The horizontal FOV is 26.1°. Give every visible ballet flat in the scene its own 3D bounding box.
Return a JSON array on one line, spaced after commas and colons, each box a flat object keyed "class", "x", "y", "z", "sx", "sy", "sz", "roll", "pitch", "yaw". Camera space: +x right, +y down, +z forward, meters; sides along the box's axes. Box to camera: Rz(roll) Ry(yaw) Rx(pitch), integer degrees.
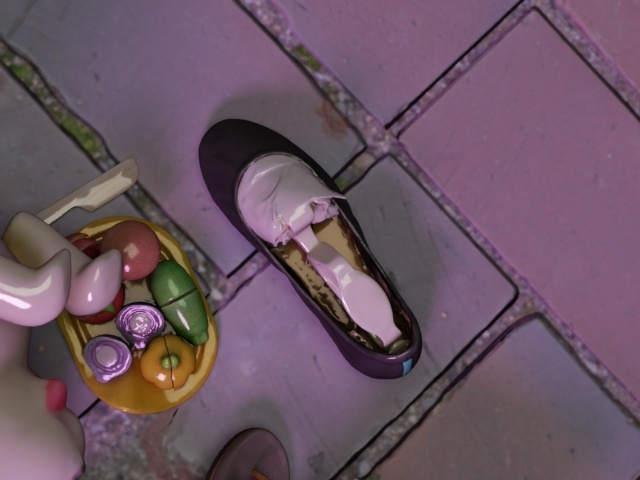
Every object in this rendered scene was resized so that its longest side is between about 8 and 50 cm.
[{"class": "ballet flat", "x": 0.000, "y": 0.000, "z": 1.208, "sx": 0.095, "sy": 0.096, "sz": 0.280, "roll": -40, "pitch": 91, "yaw": -9}]

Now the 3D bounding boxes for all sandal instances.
[{"class": "sandal", "x": -0.068, "y": 0.245, "z": 1.144, "sx": 0.090, "sy": 0.060, "sz": 0.219, "roll": 58, "pitch": 36, "yaw": -20}]

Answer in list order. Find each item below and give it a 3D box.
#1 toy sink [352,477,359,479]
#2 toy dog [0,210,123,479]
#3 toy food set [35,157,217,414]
[{"class": "toy sink", "x": 0.075, "y": 0.336, "z": 1.142, "sx": 0.234, "sy": 0.131, "sz": 0.153, "roll": 37, "pitch": 80, "yaw": 19}, {"class": "toy dog", "x": -0.345, "y": 0.079, "z": 1.063, "sx": 0.395, "sy": 0.284, "sz": 0.408, "roll": -29, "pitch": 91, "yaw": -5}, {"class": "toy food set", "x": -0.169, "y": 0.045, "z": 1.192, "sx": 0.128, "sy": 0.071, "sz": 0.218, "roll": -25, "pitch": 89, "yaw": -10}]
